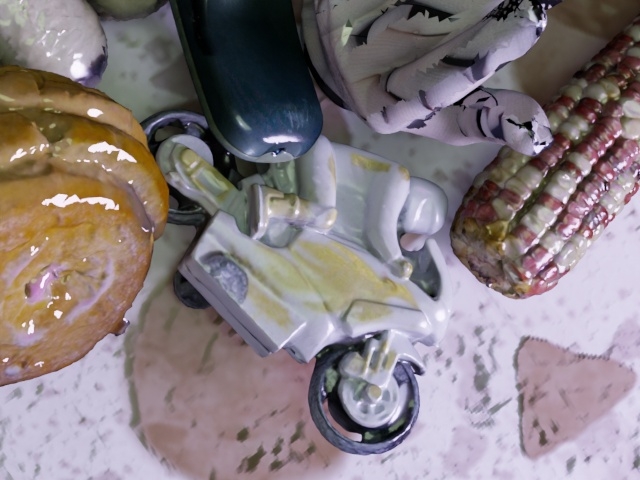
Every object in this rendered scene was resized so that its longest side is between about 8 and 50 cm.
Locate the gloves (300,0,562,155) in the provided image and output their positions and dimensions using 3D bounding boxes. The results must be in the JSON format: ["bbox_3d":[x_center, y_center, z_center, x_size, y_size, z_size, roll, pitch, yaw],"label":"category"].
[{"bbox_3d":[0.054,-0.106,1.015,0.111,0.212,0.127,-1,91,-13],"label":"gloves"}]

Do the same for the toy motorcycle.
[{"bbox_3d":[0.000,0.000,1.076,0.151,0.074,0.228,-38,89,-18],"label":"toy motorcycle"}]

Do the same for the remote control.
[{"bbox_3d":[-0.050,-0.148,1.049,0.072,0.042,0.222,-3,73,-42],"label":"remote control"}]

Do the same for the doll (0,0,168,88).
[{"bbox_3d":[-0.203,-0.193,1.020,0.149,0.175,0.278,-33,110,28],"label":"doll"}]

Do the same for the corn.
[{"bbox_3d":[0.169,-0.065,1.113,0.237,0.079,0.079,-45,99,-11],"label":"corn"}]

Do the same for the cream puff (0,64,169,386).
[{"bbox_3d":[-0.165,-0.013,0.994,0.189,0.189,0.129,-29,59,-10],"label":"cream puff"}]
